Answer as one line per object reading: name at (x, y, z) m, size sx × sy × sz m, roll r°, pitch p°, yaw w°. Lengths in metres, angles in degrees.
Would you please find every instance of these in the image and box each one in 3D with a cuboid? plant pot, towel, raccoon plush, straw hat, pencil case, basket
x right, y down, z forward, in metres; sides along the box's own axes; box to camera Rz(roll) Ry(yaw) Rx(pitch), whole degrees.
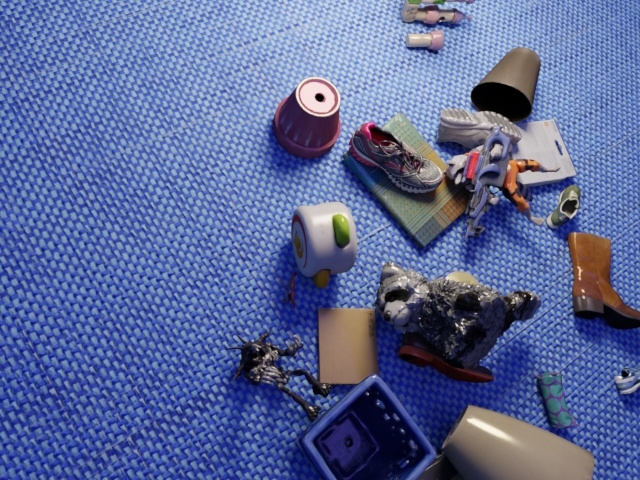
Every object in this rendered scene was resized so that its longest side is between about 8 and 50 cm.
plant pot at (0.434, 0.517, 1.216) m, size 0.274 × 0.256 × 0.256 m, roll 32°, pitch 66°, yaw 17°
towel at (0.274, -0.188, 1.600) m, size 0.271 × 0.040 × 0.370 m, roll -38°, pitch 85°, yaw -23°
raccoon plush at (0.350, 0.180, 1.418) m, size 0.446 × 0.299 × 0.216 m, roll 6°, pitch 108°, yaw -45°
plant pot at (-0.027, -0.364, 1.504) m, size 0.201 × 0.180 × 0.201 m, roll 4°, pitch 70°, yaw -12°
straw hat at (0.426, 0.151, 1.508) m, size 0.144 × 0.061 × 0.145 m, roll 4°, pitch 71°, yaw -12°
pencil case at (0.663, 0.447, 1.465) m, size 0.070 × 0.064 × 0.152 m, roll -12°, pitch 74°, yaw 8°
plant pot at (0.088, 0.483, 1.224) m, size 0.236 × 0.212 × 0.236 m, roll -36°, pitch 82°, yaw -22°
basket at (0.643, -0.530, 1.752) m, size 0.204 × 0.154 × 0.227 m, roll 25°, pitch 61°, yaw 18°

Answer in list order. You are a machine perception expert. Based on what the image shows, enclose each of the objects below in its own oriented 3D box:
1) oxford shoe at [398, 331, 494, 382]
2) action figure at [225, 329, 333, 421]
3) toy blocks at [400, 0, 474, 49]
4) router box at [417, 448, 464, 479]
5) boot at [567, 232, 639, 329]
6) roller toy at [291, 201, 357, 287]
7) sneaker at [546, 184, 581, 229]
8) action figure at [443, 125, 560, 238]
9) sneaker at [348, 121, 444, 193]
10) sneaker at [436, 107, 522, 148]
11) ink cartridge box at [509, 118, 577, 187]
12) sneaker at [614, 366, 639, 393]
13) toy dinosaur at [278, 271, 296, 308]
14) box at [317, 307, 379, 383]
oxford shoe at (0.350, 0.311, 1.417) m, size 0.271 × 0.097 × 0.098 m, roll 22°, pitch 62°, yaw -6°
action figure at (-0.099, 0.308, 1.272) m, size 0.275 × 0.141 × 0.164 m, roll 34°, pitch 50°, yaw 3°
toy blocks at (0.423, -0.839, 1.728) m, size 0.259 × 0.289 × 0.309 m, roll -4°, pitch 70°, yaw -9°
router box at (0.338, 0.660, 1.299) m, size 0.308 × 0.081 × 0.243 m, roll -23°, pitch 78°, yaw -21°
boot at (0.904, 0.126, 1.646) m, size 0.264 × 0.096 × 0.281 m, roll 12°, pitch 61°, yaw -2°
roller toy at (0.000, 0.000, 1.381) m, size 0.146 × 0.209 × 0.191 m, roll -7°, pitch 35°, yaw -17°
sneaker at (0.809, -0.118, 1.686) m, size 0.064 × 0.086 × 0.192 m, roll 41°, pitch 67°, yaw 2°
action figure at (0.524, -0.153, 1.590) m, size 0.330 × 0.178 × 0.341 m, roll 21°, pitch 93°, yaw -4°
sneaker at (0.227, -0.237, 1.521) m, size 0.299 × 0.112 × 0.121 m, roll 25°, pitch 67°, yaw -8°
sneaker at (0.504, -0.347, 1.679) m, size 0.281 × 0.115 × 0.105 m, roll 10°, pitch 43°, yaw -7°
ink cartridge box at (0.719, -0.291, 1.744) m, size 0.223 × 0.045 × 0.223 m, roll -10°, pitch 74°, yaw -17°
sneaker at (0.938, 0.401, 1.560) m, size 0.144 × 0.053 × 0.059 m, roll -25°, pitch 77°, yaw -22°
toy dinosaur at (-0.074, 0.127, 1.386) m, size 0.090 × 0.047 × 0.082 m, roll 30°, pitch 93°, yaw 28°
box at (0.072, 0.281, 1.393) m, size 0.164 × 0.021 × 0.201 m, roll 3°, pitch 71°, yaw -14°
